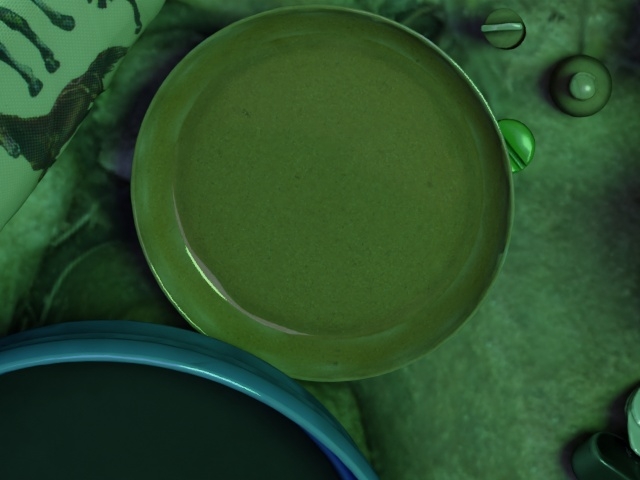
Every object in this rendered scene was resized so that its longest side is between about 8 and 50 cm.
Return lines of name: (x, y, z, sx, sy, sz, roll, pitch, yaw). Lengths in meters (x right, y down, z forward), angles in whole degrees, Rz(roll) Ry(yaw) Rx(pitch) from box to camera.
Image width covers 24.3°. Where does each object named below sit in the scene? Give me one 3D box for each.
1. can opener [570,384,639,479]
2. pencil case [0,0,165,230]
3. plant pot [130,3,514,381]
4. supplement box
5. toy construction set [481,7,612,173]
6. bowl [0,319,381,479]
can opener: (0.301, 0.200, 1.020, 0.280, 0.074, 0.093, 37, 131, -7)
pencil case: (-0.214, -0.113, 0.846, 0.410, 0.160, 0.183, -55, 132, -6)
plant pot: (0.001, -0.029, 0.916, 0.236, 0.032, 0.236, 3, 107, 8)
supplement box: (0.000, 0.000, 0.972, 0.083, 0.043, 0.055, 38, 100, -9)
toy construction set: (0.229, -0.055, 0.845, 0.308, 0.237, 0.257, 22, 99, 7)
bowl: (-0.133, 0.229, 0.957, 0.391, 0.077, 0.391, -1, 113, -2)
